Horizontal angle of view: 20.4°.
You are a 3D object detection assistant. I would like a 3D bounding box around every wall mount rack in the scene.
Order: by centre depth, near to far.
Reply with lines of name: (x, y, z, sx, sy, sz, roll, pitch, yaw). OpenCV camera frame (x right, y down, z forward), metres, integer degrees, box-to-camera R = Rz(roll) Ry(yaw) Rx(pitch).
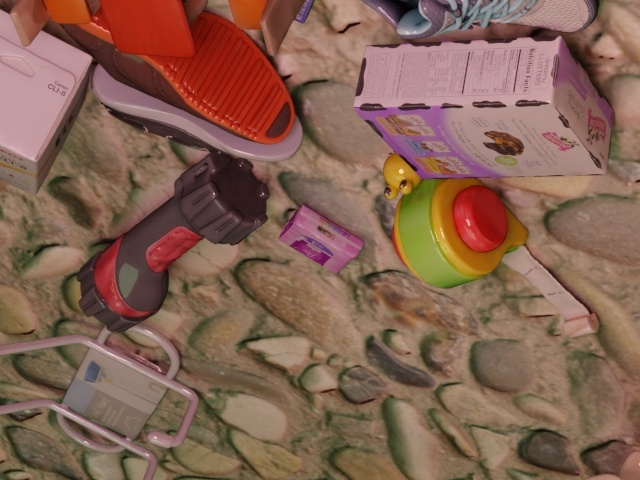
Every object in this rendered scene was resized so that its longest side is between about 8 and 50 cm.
wall mount rack: (-0.332, 0.215, 2.329, 0.304, 0.130, 0.350, 27, 143, -6)

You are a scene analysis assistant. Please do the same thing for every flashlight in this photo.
flashlight: (-0.165, 0.009, 2.012, 0.103, 0.103, 0.304, 13, 151, -34)

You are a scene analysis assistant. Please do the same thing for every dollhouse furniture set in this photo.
dollhouse furniture set: (-0.173, -0.262, 1.550, 0.262, 0.135, 0.259, 5, 137, 20)

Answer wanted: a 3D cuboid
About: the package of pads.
package of pads: (0.000, 0.000, 1.968, 0.083, 0.032, 0.050, 31, 142, -11)

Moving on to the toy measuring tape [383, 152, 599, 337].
toy measuring tape: (0.172, 0.030, 1.849, 0.121, 0.121, 0.330, -19, 127, 42)

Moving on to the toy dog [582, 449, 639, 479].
toy dog: (0.420, 0.440, 2.047, 0.285, 0.395, 0.408, -1, 173, 8)

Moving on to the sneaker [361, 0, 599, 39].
sneaker: (0.110, -0.215, 1.535, 0.283, 0.122, 0.110, 14, 144, -17)

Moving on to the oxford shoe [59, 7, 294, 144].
oxford shoe: (-0.147, -0.182, 1.781, 0.271, 0.097, 0.098, 36, 155, -7)

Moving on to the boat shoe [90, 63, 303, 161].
boat shoe: (-0.128, -0.127, 1.843, 0.229, 0.080, 0.076, 15, 161, 5)

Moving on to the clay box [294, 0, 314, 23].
clay box: (-0.094, -0.296, 1.626, 0.222, 0.053, 0.127, 22, 143, -1)

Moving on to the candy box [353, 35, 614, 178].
candy box: (0.156, -0.121, 1.663, 0.196, 0.070, 0.165, 0, 158, 27)

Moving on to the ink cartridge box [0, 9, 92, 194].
ink cartridge box: (-0.320, -0.143, 1.827, 0.128, 0.127, 0.176, 26, 166, -4)
